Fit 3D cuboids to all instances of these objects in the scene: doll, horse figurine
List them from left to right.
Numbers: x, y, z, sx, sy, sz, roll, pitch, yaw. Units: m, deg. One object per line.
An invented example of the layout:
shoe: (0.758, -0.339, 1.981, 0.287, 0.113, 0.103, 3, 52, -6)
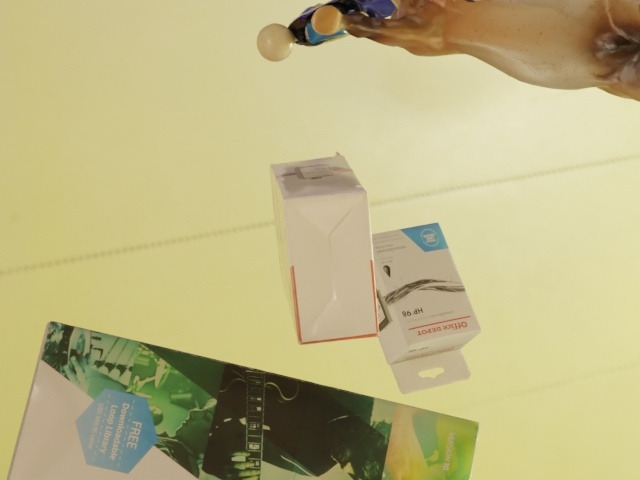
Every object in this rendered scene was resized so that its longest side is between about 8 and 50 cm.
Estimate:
doll: (0.027, -0.217, 1.611, 0.189, 0.129, 0.046, -17, 107, -11)
horse figurine: (0.109, -0.100, 0.748, 0.263, 0.174, 0.066, 10, 100, 9)

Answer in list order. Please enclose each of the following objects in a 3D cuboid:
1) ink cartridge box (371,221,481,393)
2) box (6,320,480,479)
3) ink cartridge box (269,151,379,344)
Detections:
ink cartridge box: (0.115, 0.077, 1.906, 0.104, 0.060, 0.180, -11, 69, -28)
box: (-0.063, 0.206, 1.157, 0.322, 0.058, 0.232, 14, 74, -7)
ink cartridge box: (0.000, 0.000, 1.315, 0.067, 0.198, 0.115, -6, 102, -3)
